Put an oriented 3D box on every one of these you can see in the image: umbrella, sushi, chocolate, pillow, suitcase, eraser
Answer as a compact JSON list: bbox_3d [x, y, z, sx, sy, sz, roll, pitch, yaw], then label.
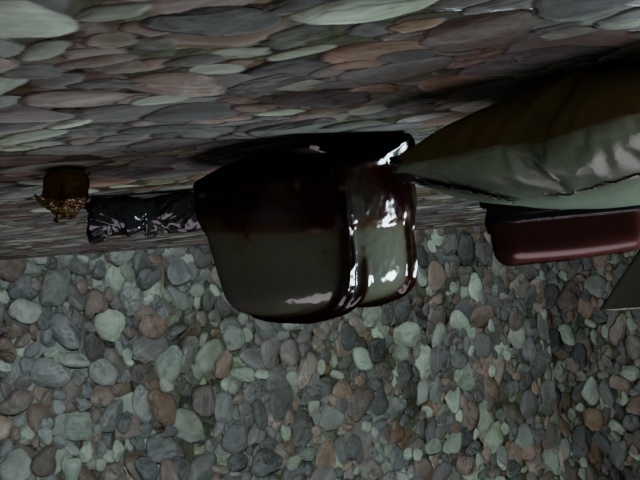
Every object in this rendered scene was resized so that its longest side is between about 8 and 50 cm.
[{"bbox_3d":[-0.221,-0.043,1.698,0.235,0.059,0.066,-9,136,-21],"label":"umbrella"},{"bbox_3d":[-0.284,-0.049,1.328,0.061,0.060,0.118,-1,177,6],"label":"sushi"},{"bbox_3d":[0.000,0.000,1.372,0.283,0.186,0.283,-14,173,-2],"label":"chocolate"},{"bbox_3d":[0.273,-0.090,1.083,0.312,0.119,0.310,-9,173,43],"label":"pillow"},{"bbox_3d":[0.350,-0.050,1.721,0.236,0.161,0.297,-7,178,7],"label":"suitcase"},{"bbox_3d":[0.528,-0.030,1.700,0.077,0.353,0.111,34,-172,14],"label":"eraser"}]
